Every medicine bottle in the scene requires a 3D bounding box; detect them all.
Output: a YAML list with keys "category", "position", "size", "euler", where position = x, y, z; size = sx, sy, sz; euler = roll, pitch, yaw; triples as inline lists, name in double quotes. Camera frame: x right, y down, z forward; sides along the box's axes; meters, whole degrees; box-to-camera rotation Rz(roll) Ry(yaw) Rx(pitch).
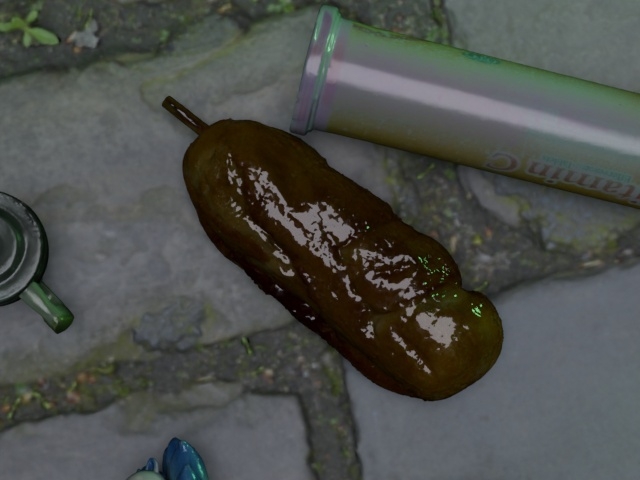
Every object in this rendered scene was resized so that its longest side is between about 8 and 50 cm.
- category: "medicine bottle"
  position: [0.193, -0.086, 1.205]
  size: [0.426, 0.108, 0.108]
  euler: [14, 87, -1]

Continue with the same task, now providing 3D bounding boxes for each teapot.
- category: "teapot"
  position: [-0.256, 0.026, 1.204]
  size: [0.092, 0.091, 0.124]
  euler: [-17, 82, 0]

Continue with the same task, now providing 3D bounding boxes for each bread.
- category: "bread"
  position: [0.000, 0.000, 1.207]
  size: [0.344, 0.084, 0.124]
  euler: [41, 87, 3]

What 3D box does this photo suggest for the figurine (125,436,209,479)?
- category: "figurine"
  position: [-0.126, 0.203, 1.195]
  size: [0.079, 0.114, 0.114]
  euler: [19, 87, -21]
